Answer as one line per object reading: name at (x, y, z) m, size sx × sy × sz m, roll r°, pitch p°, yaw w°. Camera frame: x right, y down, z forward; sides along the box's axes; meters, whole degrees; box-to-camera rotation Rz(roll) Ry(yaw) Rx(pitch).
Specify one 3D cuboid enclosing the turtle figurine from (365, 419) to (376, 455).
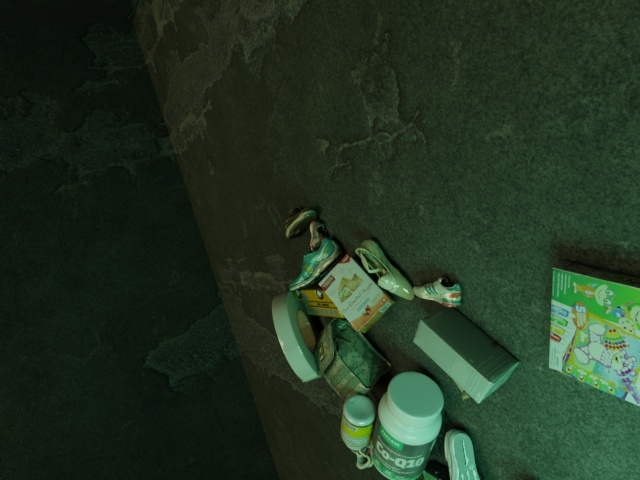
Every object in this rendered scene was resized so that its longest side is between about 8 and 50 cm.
turtle figurine at (0.198, 0.731, 1.630) m, size 0.175 × 0.118 × 0.234 m, roll -52°, pitch 56°, yaw 15°

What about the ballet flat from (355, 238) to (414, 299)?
ballet flat at (0.198, 0.101, 1.336) m, size 0.248 × 0.086 × 0.086 m, roll 53°, pitch 146°, yaw 26°

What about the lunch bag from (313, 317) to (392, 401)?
lunch bag at (0.093, 0.460, 1.604) m, size 0.287 × 0.169 × 0.235 m, roll 45°, pitch 143°, yaw 17°

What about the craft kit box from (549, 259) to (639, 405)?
craft kit box at (0.578, 0.185, 0.804) m, size 0.247 × 0.061 × 0.249 m, roll 15°, pitch 120°, yaw 51°

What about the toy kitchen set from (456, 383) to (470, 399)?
toy kitchen set at (0.410, 0.401, 1.186) m, size 0.075 × 0.068 × 0.083 m, roll 58°, pitch 147°, yaw 20°

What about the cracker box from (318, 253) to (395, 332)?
cracker box at (0.122, 0.179, 1.437) m, size 0.155 × 0.067 × 0.232 m, roll -48°, pitch 57°, yaw 9°

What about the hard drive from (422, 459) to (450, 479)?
hard drive at (0.491, 0.894, 1.355) m, size 0.339 × 0.064 × 0.236 m, roll -6°, pitch 102°, yaw 58°

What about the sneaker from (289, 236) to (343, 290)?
sneaker at (-0.027, 0.098, 1.613) m, size 0.275 × 0.107 × 0.110 m, roll -45°, pitch 72°, yaw 23°

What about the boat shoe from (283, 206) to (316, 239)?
boat shoe at (-0.097, -0.088, 1.689) m, size 0.257 × 0.095 × 0.095 m, roll -41°, pitch 66°, yaw 58°

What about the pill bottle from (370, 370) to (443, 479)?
pill bottle at (0.283, 0.616, 1.383) m, size 0.204 × 0.204 × 0.360 m, roll 39°, pitch 139°, yaw 41°

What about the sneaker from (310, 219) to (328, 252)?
sneaker at (0.000, 0.000, 1.620) m, size 0.065 × 0.061 × 0.157 m, roll 9°, pitch 117°, yaw 48°

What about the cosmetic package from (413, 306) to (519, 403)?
cosmetic package at (0.380, 0.294, 1.115) m, size 0.238 × 0.127 × 0.107 m, roll 43°, pitch 141°, yaw 34°

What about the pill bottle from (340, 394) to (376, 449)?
pill bottle at (0.133, 0.661, 1.498) m, size 0.117 × 0.117 × 0.214 m, roll 41°, pitch 141°, yaw 39°

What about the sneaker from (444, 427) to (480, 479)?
sneaker at (0.438, 0.713, 1.283) m, size 0.091 × 0.094 × 0.257 m, roll 84°, pitch -175°, yaw -81°

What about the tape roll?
tape roll at (-0.087, 0.399, 1.765) m, size 0.392 × 0.072 × 0.391 m, roll -24°, pitch -90°, yaw -82°

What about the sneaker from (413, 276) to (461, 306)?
sneaker at (0.332, 0.135, 1.181) m, size 0.161 × 0.057 × 0.075 m, roll 16°, pitch 104°, yaw 56°

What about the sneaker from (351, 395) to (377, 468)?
sneaker at (0.177, 0.809, 1.752) m, size 0.126 × 0.128 × 0.320 m, roll -4°, pitch 103°, yaw 60°

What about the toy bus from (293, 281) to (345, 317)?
toy bus at (0.018, 0.231, 1.679) m, size 0.333 × 0.108 × 0.130 m, roll -12°, pitch 98°, yaw 59°
